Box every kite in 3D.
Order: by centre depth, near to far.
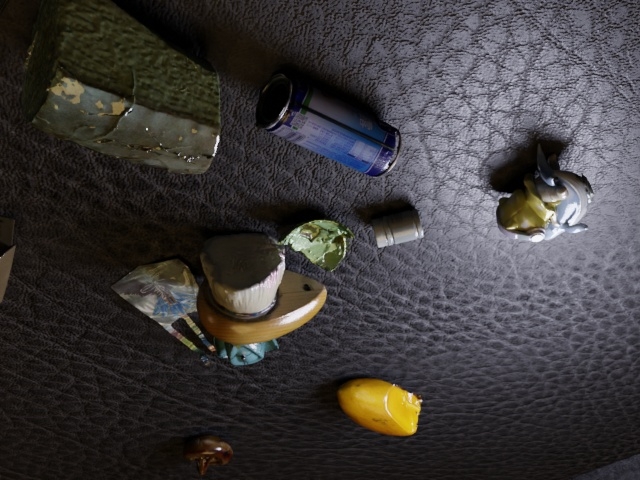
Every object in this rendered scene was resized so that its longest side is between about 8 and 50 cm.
[{"bbox_3d":[-0.274,0.150,1.694,0.169,0.015,0.310,-27,127,21],"label":"kite"}]

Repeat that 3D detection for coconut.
[{"bbox_3d":[-0.002,-0.002,1.579,0.133,0.055,0.158,-26,142,12],"label":"coconut"}]

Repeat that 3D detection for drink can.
[{"bbox_3d":[0.015,-0.182,1.317,0.235,0.097,0.097,19,134,-33],"label":"drink can"}]

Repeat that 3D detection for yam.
[{"bbox_3d":[-0.269,-0.209,1.144,0.271,0.202,0.201,15,155,-31],"label":"yam"}]

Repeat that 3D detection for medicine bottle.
[{"bbox_3d":[0.149,-0.023,1.584,0.091,0.058,0.058,-13,143,4],"label":"medicine bottle"}]

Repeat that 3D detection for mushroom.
[{"bbox_3d":[-0.313,0.586,2.257,0.135,0.080,0.170,18,137,-15],"label":"mushroom"}]

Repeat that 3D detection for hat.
[{"bbox_3d":[-0.170,0.237,1.833,0.138,0.078,0.191,-11,143,6],"label":"hat"}]

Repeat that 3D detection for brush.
[{"bbox_3d":[-0.106,0.086,1.591,0.267,0.174,0.166,-4,134,-22],"label":"brush"}]

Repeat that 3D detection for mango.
[{"bbox_3d":[0.151,0.425,2.119,0.252,0.126,0.154,23,152,-25],"label":"mango"}]

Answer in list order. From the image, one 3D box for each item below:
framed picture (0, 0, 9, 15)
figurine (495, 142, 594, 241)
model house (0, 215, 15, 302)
[{"bbox_3d":[-0.495,-0.345,1.049,0.195,0.010,0.199,22,132,-35],"label":"framed picture"},{"bbox_3d":[0.417,-0.075,1.535,0.184,0.128,0.208,-14,135,9],"label":"figurine"},{"bbox_3d":[-0.621,0.092,1.395,0.176,0.248,0.181,10,138,-24],"label":"model house"}]
